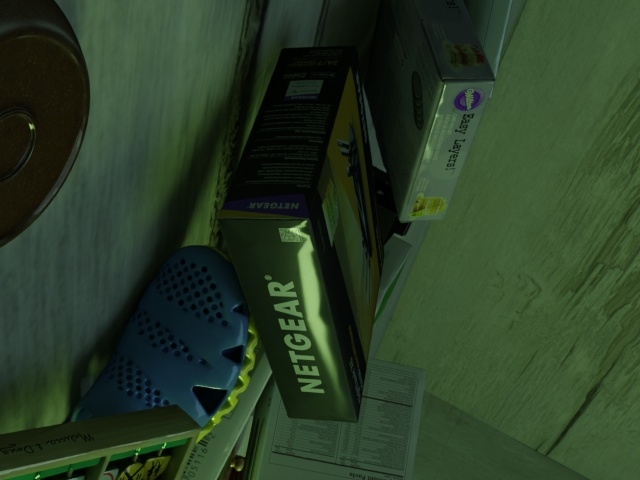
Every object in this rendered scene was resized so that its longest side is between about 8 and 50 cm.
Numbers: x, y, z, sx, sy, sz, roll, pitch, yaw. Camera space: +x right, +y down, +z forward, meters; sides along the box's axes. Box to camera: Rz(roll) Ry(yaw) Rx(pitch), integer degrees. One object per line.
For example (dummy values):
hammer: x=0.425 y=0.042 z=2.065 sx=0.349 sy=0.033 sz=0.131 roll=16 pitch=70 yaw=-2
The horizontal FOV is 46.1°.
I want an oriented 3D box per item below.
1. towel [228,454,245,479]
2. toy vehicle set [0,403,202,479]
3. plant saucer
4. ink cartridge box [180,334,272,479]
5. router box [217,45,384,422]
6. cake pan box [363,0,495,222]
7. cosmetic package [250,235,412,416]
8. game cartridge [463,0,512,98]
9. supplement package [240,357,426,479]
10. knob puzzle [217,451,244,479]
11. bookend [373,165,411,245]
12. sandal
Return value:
towel: x=-0.166 y=0.497 z=1.372 sx=0.199 sy=0.031 sz=0.275 roll=-67 pitch=-168 yaw=-16
toy vehicle set: x=-0.218 y=0.211 z=0.532 sx=0.267 sy=0.035 sz=0.166 roll=4 pitch=114 yaw=-53
plant saucer: x=-0.175 y=-0.053 z=0.396 sx=0.168 sy=0.029 sz=0.168 roll=-58 pitch=168 yaw=-20
ink cartridge box: x=-0.135 y=0.190 z=1.048 sx=0.308 sy=0.091 sz=0.385 roll=-63 pitch=-175 yaw=0
router box: x=0.000 y=0.000 z=0.764 sx=0.309 sy=0.081 sz=0.243 roll=77 pitch=20 yaw=-46
cake pan box: x=0.119 y=-0.197 z=0.933 sx=0.246 sy=0.070 sz=0.267 roll=101 pitch=-18 yaw=-52
cosmetic package: x=0.011 y=0.160 z=1.342 sx=0.197 sy=0.155 sz=0.365 roll=-49 pitch=161 yaw=-59
game cartridge: x=0.184 y=-0.289 z=1.014 sx=0.297 sy=0.062 sz=0.198 roll=-100 pitch=-158 yaw=-69
supplement package: x=0.004 y=0.294 z=1.022 sx=0.199 sy=0.198 sz=0.262 roll=127 pitch=-25 yaw=-71
knob puzzle: x=-0.133 y=0.347 z=1.109 sx=0.213 sy=0.030 sz=0.213 roll=15 pitch=90 yaw=-90
bookend: x=0.033 y=-0.044 z=0.984 sx=0.157 sy=0.156 sz=0.072 roll=-43 pitch=159 yaw=-56
sandal: x=-0.163 y=0.151 z=0.685 sx=0.138 sy=0.126 sz=0.317 roll=20 pitch=93 yaw=-64
